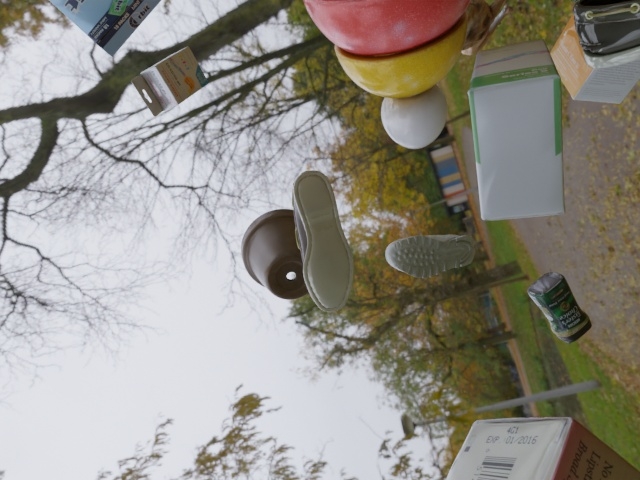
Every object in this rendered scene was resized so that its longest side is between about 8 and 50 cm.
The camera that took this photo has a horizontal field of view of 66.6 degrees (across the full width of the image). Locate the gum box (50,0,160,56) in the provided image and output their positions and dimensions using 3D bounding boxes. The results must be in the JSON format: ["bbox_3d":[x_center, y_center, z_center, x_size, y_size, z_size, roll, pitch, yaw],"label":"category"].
[{"bbox_3d":[-0.350,-0.412,0.790,0.184,0.157,0.041,42,-179,20],"label":"gum box"}]

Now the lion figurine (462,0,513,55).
[{"bbox_3d":[0.463,-0.638,1.466,0.142,0.240,0.392,38,-165,21],"label":"lion figurine"}]

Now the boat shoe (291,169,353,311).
[{"bbox_3d":[0.000,0.000,1.120,0.097,0.116,0.324,-135,32,-78],"label":"boat shoe"}]

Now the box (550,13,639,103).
[{"bbox_3d":[0.836,-0.596,1.372,0.345,0.168,0.215,105,163,-50],"label":"box"}]

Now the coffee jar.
[{"bbox_3d":[0.637,0.180,1.290,0.184,0.096,0.079,52,176,-15],"label":"coffee jar"}]

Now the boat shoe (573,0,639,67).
[{"bbox_3d":[0.473,-0.309,0.587,0.091,0.305,0.109,49,-130,-29],"label":"boat shoe"}]

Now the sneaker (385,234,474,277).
[{"bbox_3d":[0.226,0.027,1.061,0.235,0.095,0.090,-1,-81,-32],"label":"sneaker"}]

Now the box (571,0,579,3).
[{"bbox_3d":[0.496,-0.555,1.008,0.054,0.059,0.169,118,152,-42],"label":"box"}]

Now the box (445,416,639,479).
[{"bbox_3d":[0.202,0.259,0.347,0.232,0.127,0.148,38,-117,1],"label":"box"}]

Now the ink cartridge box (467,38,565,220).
[{"bbox_3d":[0.237,-0.142,0.592,0.212,0.093,0.154,-61,-40,-56],"label":"ink cartridge box"}]

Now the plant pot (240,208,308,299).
[{"bbox_3d":[-0.103,0.064,1.452,0.229,0.263,0.263,-116,1,-66],"label":"plant pot"}]

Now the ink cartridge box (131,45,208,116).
[{"bbox_3d":[-0.374,-0.401,1.226,0.104,0.061,0.181,61,-141,-27],"label":"ink cartridge box"}]

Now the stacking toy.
[{"bbox_3d":[0.111,-0.348,0.758,0.351,0.350,0.480,-90,-13,-46],"label":"stacking toy"}]
